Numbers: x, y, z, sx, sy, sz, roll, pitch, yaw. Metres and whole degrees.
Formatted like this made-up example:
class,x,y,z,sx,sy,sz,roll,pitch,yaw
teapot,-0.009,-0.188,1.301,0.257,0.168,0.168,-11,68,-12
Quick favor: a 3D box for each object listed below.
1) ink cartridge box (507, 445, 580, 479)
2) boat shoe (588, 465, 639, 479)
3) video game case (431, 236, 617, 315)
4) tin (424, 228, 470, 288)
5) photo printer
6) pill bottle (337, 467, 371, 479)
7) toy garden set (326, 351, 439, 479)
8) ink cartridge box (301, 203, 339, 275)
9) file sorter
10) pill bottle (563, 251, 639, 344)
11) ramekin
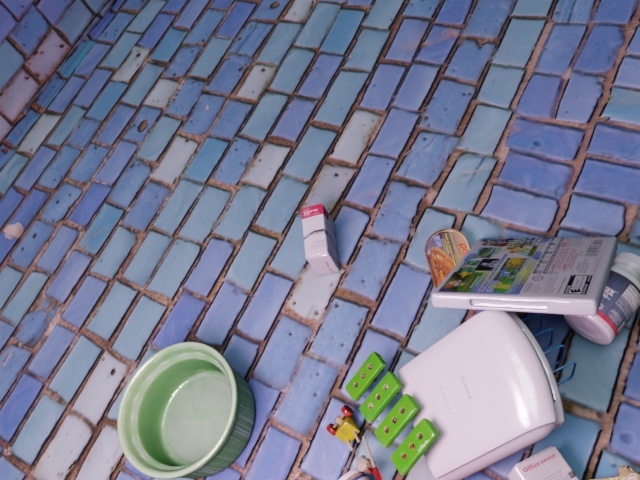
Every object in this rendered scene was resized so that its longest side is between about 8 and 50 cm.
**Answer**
class,x,y,z,sx,sy,sz,roll,pitch,yaw
ink cartridge box,0.431,0.469,1.107,0.099,0.056,0.135,-18,53,-17
boat shoe,0.560,0.438,1.095,0.135,0.050,0.045,-23,62,8
video game case,0.425,0.062,1.219,0.299,0.036,0.329,-1,20,33
tin,0.313,0.059,1.416,0.106,0.040,0.190,-19,57,15
photo printer,0.307,0.294,1.156,0.307,0.107,0.256,-46,48,37
pill bottle,0.097,0.550,1.187,0.094,0.094,0.169,-42,56,-5
toy garden set,0.124,0.388,1.239,0.204,0.049,0.244,-55,38,13
ink cartridge box,0.000,0.000,1.527,0.063,0.109,0.151,-13,58,13
file sorter,0.432,0.220,1.229,0.104,0.118,0.170,-26,56,3
pill bottle,0.597,0.114,1.226,0.108,0.108,0.180,34,73,33
ramekin,-0.302,0.405,1.394,0.303,0.148,0.304,-10,59,17
